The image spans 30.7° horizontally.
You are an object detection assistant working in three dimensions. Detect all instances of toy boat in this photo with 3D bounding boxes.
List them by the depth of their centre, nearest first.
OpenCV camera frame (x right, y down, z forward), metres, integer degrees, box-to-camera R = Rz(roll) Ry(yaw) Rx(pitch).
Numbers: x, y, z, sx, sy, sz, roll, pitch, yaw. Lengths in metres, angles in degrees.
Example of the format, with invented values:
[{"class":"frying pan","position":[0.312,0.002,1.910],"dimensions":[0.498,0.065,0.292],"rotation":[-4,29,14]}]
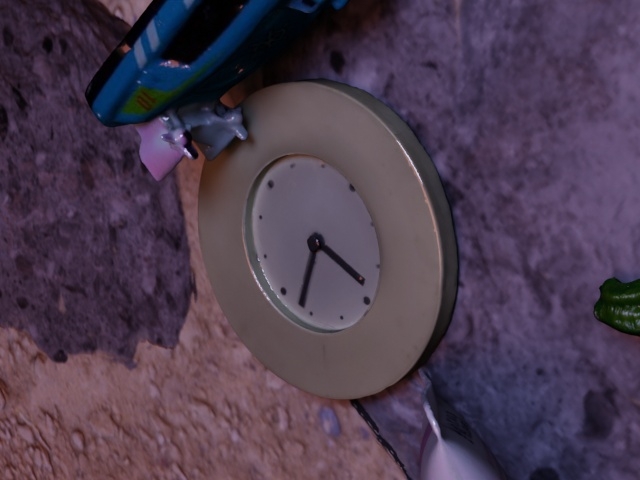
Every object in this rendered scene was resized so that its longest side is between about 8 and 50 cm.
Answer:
[{"class":"toy boat","position":[-0.027,-0.154,0.741],"dimensions":[0.092,0.134,0.299],"rotation":[54,130,4]}]

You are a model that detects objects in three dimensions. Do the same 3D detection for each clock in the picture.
[{"class":"clock","position":[0.000,0.000,0.837],"dimensions":[0.235,0.029,0.235],"rotation":[15,113,39]}]

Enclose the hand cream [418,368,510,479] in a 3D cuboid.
[{"class":"hand cream","position":[0.125,0.256,0.713],"dimensions":[0.118,0.185,0.359],"rotation":[-22,89,6]}]

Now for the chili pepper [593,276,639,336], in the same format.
[{"class":"chili pepper","position":[0.207,-0.004,0.613],"dimensions":[0.073,0.050,0.182],"rotation":[41,131,20]}]
